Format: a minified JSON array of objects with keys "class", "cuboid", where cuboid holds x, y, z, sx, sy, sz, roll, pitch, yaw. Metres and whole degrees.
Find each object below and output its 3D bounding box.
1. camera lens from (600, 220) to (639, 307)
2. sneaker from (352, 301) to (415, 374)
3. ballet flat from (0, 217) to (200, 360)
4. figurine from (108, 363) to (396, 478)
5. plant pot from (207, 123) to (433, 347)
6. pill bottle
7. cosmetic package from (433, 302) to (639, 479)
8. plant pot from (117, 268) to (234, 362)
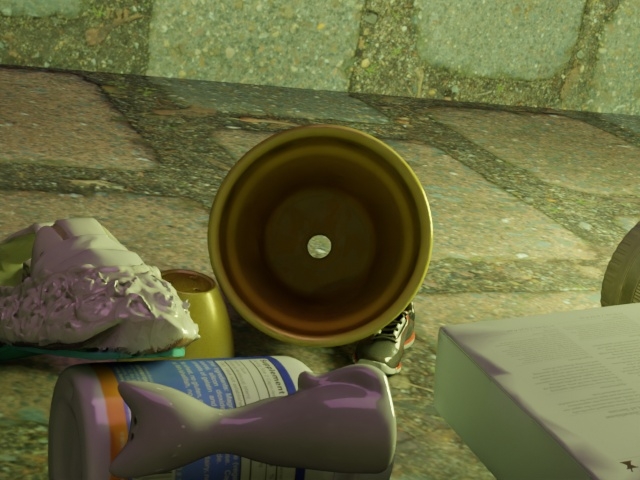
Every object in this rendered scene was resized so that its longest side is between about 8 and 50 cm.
[{"class":"camera lens","cuboid":[0.515,0.093,1.376,0.219,0.219,0.274,-2,23,-32]},{"class":"sneaker","cuboid":[0.079,0.110,1.339,0.061,0.064,0.158,14,19,10]},{"class":"ballet flat","cuboid":[-0.246,0.046,1.018,0.147,0.146,0.409,-3,-3,-34]},{"class":"figurine","cuboid":[-0.053,0.200,0.818,0.210,0.214,0.092,1,-6,-16]},{"class":"plant pot","cuboid":[0.000,0.000,1.352,0.254,0.253,0.239,11,-3,1]},{"class":"pill bottle","cuboid":[-0.081,0.174,0.942,0.272,0.152,0.152,1,21,-27]},{"class":"cosmetic package","cuboid":[0.328,0.151,0.971,0.377,0.097,0.284,-5,19,-18]},{"class":"plant pot","cuboid":[-0.155,0.088,1.233,0.134,0.095,0.134,10,19,-3]}]
